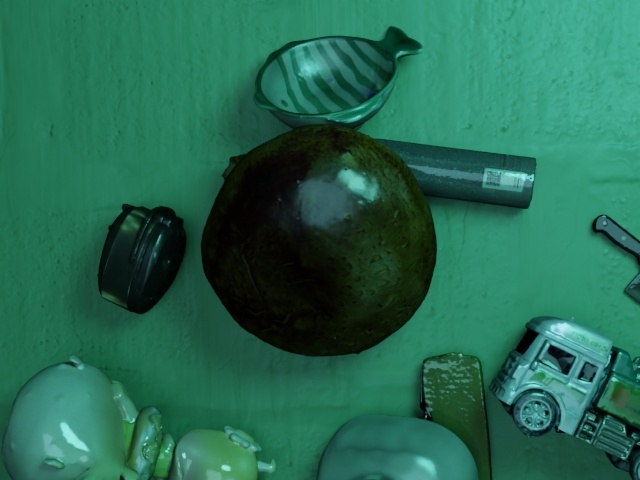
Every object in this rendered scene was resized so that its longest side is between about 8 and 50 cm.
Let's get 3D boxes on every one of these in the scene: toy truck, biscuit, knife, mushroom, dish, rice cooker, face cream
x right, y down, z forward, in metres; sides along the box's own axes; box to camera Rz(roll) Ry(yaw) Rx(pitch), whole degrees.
[{"bbox_3d":[0.417,0.229,1.126,0.364,0.176,0.177,22,89,7],"label":"toy truck"},{"bbox_3d":[0.200,0.321,1.228,0.099,0.038,0.322,-4,93,15],"label":"biscuit"},{"bbox_3d":[0.468,0.060,1.172,0.245,0.019,0.072,40,101,3],"label":"knife"},{"bbox_3d":[-0.007,0.015,1.141,0.345,0.345,0.239,32,61,6],"label":"mushroom"},{"bbox_3d":[0.098,0.377,1.188,0.256,0.117,0.256,3,98,22],"label":"dish"},{"bbox_3d":[0.026,-0.210,1.175,0.246,0.224,0.078,-26,135,-14],"label":"dish"},{"bbox_3d":[-0.267,0.025,1.250,0.107,0.112,0.165,15,96,14],"label":"rice cooker"},{"bbox_3d":[0.158,-0.098,1.184,0.284,0.073,0.073,8,96,9],"label":"face cream"}]

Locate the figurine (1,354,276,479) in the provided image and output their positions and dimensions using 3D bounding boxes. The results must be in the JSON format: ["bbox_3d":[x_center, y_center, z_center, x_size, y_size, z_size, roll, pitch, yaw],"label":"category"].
[{"bbox_3d":[-0.262,0.320,1.216,0.394,0.274,0.226,17,101,-10],"label":"figurine"}]
